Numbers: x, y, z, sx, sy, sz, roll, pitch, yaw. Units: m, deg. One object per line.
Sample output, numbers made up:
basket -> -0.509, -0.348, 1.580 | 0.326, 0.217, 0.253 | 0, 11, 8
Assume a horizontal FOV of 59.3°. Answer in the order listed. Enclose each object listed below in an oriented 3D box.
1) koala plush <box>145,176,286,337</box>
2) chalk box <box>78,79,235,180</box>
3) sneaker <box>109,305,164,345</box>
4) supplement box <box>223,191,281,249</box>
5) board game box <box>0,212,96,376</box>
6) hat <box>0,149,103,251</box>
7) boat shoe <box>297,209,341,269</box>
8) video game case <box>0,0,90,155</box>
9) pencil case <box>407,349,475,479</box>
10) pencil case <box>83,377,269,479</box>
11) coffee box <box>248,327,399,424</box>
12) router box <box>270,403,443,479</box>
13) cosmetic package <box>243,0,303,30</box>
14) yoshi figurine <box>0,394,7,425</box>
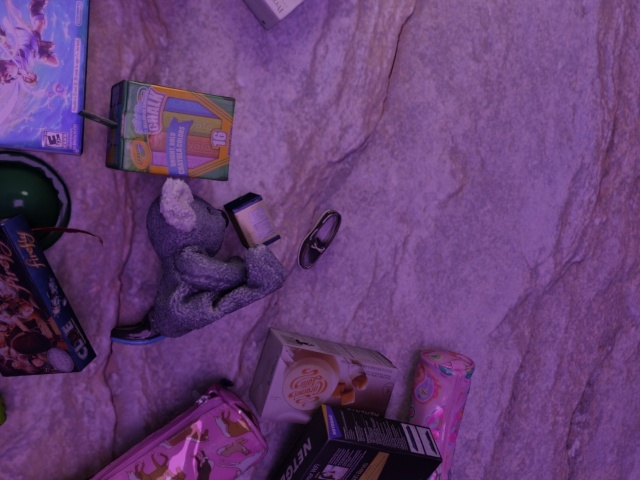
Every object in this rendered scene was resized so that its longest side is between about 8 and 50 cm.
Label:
koala plush -> -0.200, 0.017, 0.882 | 0.203, 0.196, 0.221 | -27, 93, -23
chalk box -> -0.256, -0.166, 0.863 | 0.212, 0.132, 0.132 | 2, 98, -29
sneaker -> -0.268, 0.127, 0.966 | 0.188, 0.067, 0.078 | -21, 94, -19
supplement box -> -0.120, -0.033, 0.977 | 0.056, 0.083, 0.083 | -28, 107, -14
board game box -> -0.455, 0.089, 0.832 | 0.165, 0.042, 0.243 | -9, 113, 22
hat -> -0.444, -0.044, 0.798 | 0.208, 0.183, 0.173 | -24, 106, -15
boat shoe -> 0.000, 0.000, 1.053 | 0.046, 0.038, 0.125 | 35, 86, -22
video game case -> -0.471, -0.271, 0.817 | 0.244, 0.061, 0.270 | 3, 98, -20
pencil case -> 0.239, 0.371, 1.165 | 0.124, 0.124, 0.284 | 8, 95, -22
pencil case -> -0.281, 0.402, 0.954 | 0.386, 0.160, 0.167 | -34, 83, -11
coffee box -> 0.007, 0.270, 1.069 | 0.246, 0.098, 0.141 | 17, 93, -23
router box -> 0.044, 0.463, 1.066 | 0.242, 0.081, 0.309 | 19, 116, -23
cosmetic package -> -0.032, -0.473, 0.935 | 0.231, 0.085, 0.117 | -45, 111, -9
yoshi figurine -> -0.600, 0.257, 0.829 | 0.202, 0.203, 0.363 | 17, 112, 17
